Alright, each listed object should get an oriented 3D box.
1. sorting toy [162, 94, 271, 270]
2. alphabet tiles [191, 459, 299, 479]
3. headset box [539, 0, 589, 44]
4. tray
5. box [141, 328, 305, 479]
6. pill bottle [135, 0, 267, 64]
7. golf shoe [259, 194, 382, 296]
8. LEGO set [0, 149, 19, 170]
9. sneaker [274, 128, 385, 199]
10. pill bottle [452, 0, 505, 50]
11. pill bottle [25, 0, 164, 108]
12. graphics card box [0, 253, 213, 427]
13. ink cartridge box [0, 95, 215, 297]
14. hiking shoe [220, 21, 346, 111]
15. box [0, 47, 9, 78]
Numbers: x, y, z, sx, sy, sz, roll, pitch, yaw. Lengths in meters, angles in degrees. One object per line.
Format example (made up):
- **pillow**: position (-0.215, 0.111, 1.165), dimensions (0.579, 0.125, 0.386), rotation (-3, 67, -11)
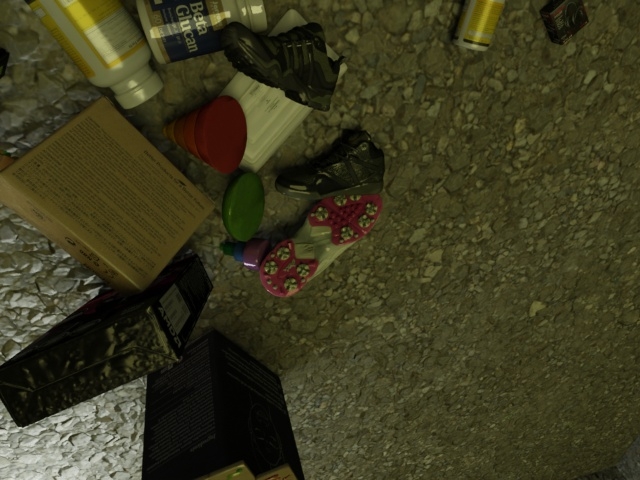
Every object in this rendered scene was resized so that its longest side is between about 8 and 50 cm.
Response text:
- **sorting toy**: position (-0.187, -0.087, 0.795), dimensions (0.126, 0.127, 0.365), rotation (9, 137, 18)
- **alphabet tiles**: position (-0.192, 0.489, 0.751), dimensions (0.342, 0.011, 0.285), rotation (-21, 128, -4)
- **headset box**: position (0.457, -0.424, 0.819), dimensions (0.062, 0.032, 0.083), rotation (-41, 128, 11)
- **tray**: position (-0.086, -0.243, 0.763), dimensions (0.145, 0.030, 0.270), rotation (35, 107, -33)
- **box**: position (-0.213, 0.458, 0.979), dimensions (0.212, 0.395, 0.293), rotation (-34, 127, 6)
- **pill bottle**: position (-0.168, -0.324, 0.636), dimensions (0.169, 0.094, 0.094), rotation (-17, 127, -7)
- **golf shoe**: position (0.000, 0.000, 0.928), dimensions (0.306, 0.115, 0.140), rotation (-38, 173, -10)
- **LEGO set**: position (-0.371, -0.079, 0.729), dimensions (0.107, 0.132, 0.287), rotation (-45, 120, 4)
- **sneaker**: position (0.023, -0.148, 0.833), dimensions (0.227, 0.087, 0.130), rotation (-7, 124, -18)
- **pill bottle**: position (0.278, -0.396, 0.757), dimensions (0.065, 0.065, 0.116), rotation (0, 124, -19)
- **pill bottle**: position (-0.307, -0.284, 0.612), dimensions (0.103, 0.103, 0.184), rotation (-28, 128, 2)
- **graphics card box**: position (-0.326, 0.137, 0.740), dimensions (0.233, 0.371, 0.094), rotation (-22, 102, -2)
- **ink cartridge box**: position (-0.311, -0.062, 0.658), dimensions (0.088, 0.193, 0.235), rotation (-20, 120, 46)
- **hiking shoe**: position (-0.051, -0.286, 0.663), dimensions (0.227, 0.086, 0.114), rotation (12, 104, -53)
- **box**: position (-0.512, -0.236, 0.524), dimensions (0.190, 0.184, 0.045), rotation (20, 114, -28)
